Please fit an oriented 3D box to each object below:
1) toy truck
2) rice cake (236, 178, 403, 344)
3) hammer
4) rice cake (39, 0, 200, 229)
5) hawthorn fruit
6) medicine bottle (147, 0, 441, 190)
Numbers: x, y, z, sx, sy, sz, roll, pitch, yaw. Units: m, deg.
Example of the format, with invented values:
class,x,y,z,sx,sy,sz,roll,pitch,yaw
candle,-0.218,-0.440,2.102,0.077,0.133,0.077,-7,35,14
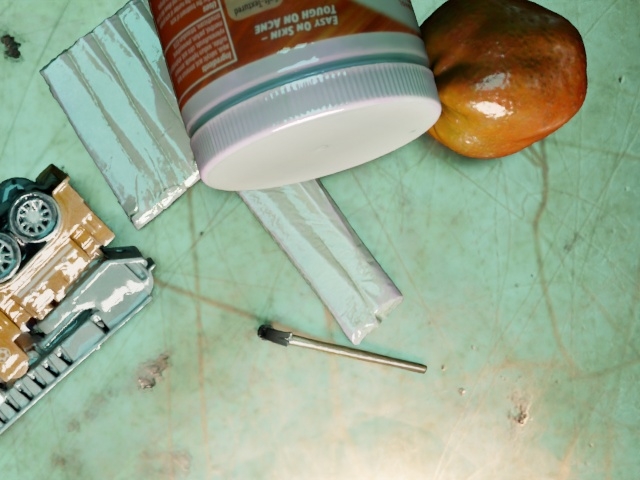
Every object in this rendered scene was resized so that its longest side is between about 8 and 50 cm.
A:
class,x,y,z,sx,sy,sz,roll,pitch,yaw
toy truck,-0.336,0.094,1.859,0.338,0.133,0.184,-47,107,-5
rice cake,0.000,0.001,1.921,0.080,0.042,0.221,-37,90,-8
hammer,0.025,0.116,1.917,0.182,0.062,0.017,13,89,-9
rice cake,-0.182,-0.146,1.917,0.189,0.037,0.198,-39,91,-3
hawthorn fruit,0.183,-0.170,1.872,0.189,0.189,0.189,0,89,-3
medicine bottle,-0.031,-0.201,1.804,0.253,0.252,0.240,-16,80,-3
